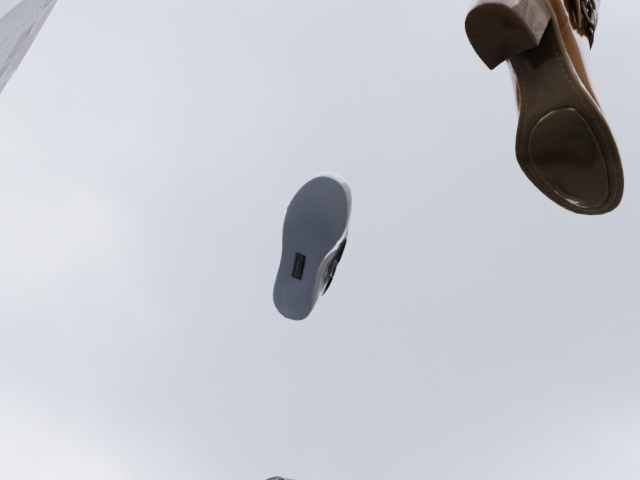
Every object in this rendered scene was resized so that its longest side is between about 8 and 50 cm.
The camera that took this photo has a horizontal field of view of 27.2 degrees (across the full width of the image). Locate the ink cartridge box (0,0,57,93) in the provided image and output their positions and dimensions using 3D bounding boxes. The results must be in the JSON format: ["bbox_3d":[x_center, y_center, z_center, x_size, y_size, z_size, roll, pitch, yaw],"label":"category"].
[{"bbox_3d":[-0.426,-0.215,1.487,0.130,0.309,0.272,34,-59,-7],"label":"ink cartridge box"}]

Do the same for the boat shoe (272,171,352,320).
[{"bbox_3d":[0.000,0.000,1.658,0.080,0.076,0.228,25,-53,16],"label":"boat shoe"}]

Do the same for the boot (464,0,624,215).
[{"bbox_3d":[0.251,-0.186,1.378,0.109,0.220,0.283,-23,-66,37],"label":"boot"}]

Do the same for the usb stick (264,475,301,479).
[{"bbox_3d":[0.022,0.350,1.705,0.278,0.045,0.077,21,-47,-41],"label":"usb stick"}]
